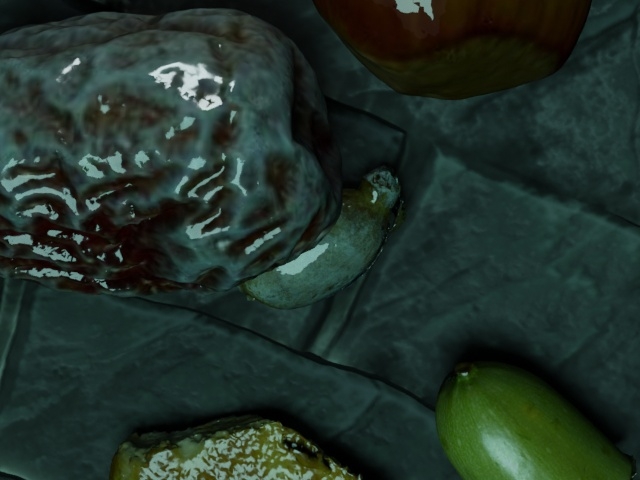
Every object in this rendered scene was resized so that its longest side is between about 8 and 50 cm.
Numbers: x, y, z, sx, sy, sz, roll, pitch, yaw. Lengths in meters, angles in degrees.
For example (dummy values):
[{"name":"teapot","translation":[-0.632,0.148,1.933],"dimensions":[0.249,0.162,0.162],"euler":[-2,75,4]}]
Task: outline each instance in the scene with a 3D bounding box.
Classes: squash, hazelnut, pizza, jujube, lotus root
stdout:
[{"name":"squash","translation":[0.169,0.175,1.505],"dimensions":[0.123,0.123,0.187],"euler":[-36,111,26]},{"name":"hazelnut","translation":[0.088,-0.200,1.264],"dimensions":[0.210,0.210,0.186],"euler":[34,143,-12]},{"name":"pizza","translation":[-0.050,0.241,1.608],"dimensions":[0.297,0.071,0.189],"euler":[-5,108,8]},{"name":"jujube","translation":[-0.143,-0.064,1.354],"dimensions":[0.317,0.226,0.226],"euler":[-4,121,14]},{"name":"lotus root","translation":[0.001,0.002,1.450],"dimensions":[0.165,0.088,0.088],"euler":[-30,113,13]}]
